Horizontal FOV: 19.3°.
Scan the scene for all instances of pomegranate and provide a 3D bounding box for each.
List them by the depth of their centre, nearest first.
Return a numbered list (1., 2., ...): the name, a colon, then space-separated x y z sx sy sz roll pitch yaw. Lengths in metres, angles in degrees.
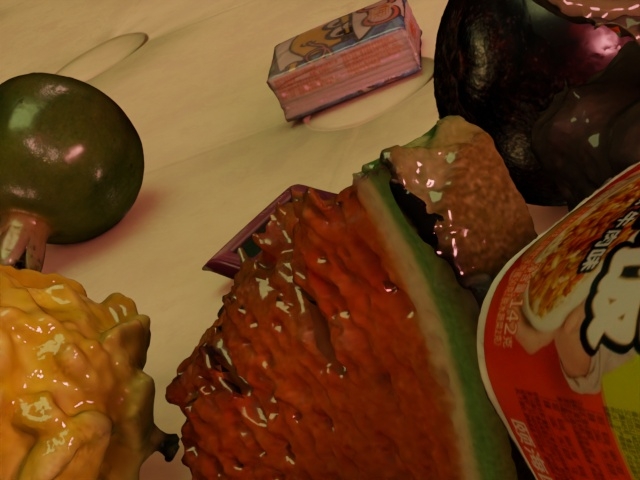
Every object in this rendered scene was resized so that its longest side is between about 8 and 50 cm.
1. pomegranate: -0.279 -0.055 1.879 0.187 0.187 0.225 -8 56 40

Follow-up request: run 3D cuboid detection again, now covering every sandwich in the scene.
1. sandwich: 0.035 0.073 1.167 0.301 0.250 0.162 -19 5 39

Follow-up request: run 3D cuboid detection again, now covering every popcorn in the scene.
1. popcorn: -0.216 0.129 1.335 0.225 0.249 0.249 1 19 -10

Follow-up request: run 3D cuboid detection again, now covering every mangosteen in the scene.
1. mangosteen: 0.196 -0.130 1.452 0.216 0.216 0.216 -23 22 10

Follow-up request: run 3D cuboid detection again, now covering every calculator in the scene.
1. calculator: 0.000 0.000 1.598 0.190 0.034 0.126 5 37 44

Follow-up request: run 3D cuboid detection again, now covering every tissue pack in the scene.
1. tissue pack: 0.026 -0.191 1.953 0.155 0.065 0.115 -22 23 13

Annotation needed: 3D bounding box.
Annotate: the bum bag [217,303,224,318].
1. bum bag: 0.043 0.030 1.324 0.248 0.060 0.123 6 -32 -43

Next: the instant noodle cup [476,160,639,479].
1. instant noodle cup: 0.248 0.067 0.890 0.294 0.294 0.308 -36 16 -22

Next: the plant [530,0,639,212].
1. plant: 0.249 -0.093 1.152 0.215 0.312 0.213 -32 25 -21
